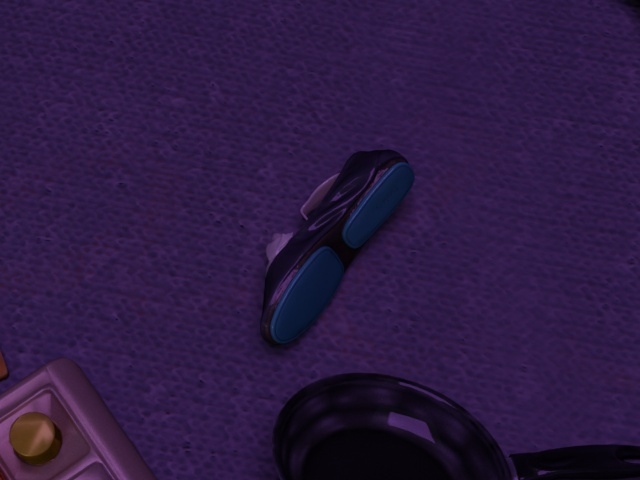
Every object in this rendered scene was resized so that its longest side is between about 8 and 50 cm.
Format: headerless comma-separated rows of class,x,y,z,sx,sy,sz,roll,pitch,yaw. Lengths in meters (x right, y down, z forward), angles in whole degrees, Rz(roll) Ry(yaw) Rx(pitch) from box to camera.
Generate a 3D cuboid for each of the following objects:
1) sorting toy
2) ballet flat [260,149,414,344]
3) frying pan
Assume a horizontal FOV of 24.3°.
sorting toy,-0.236,0.206,1.183,0.196,0.047,0.347,-33,72,-16
ballet flat,0.000,0.000,1.279,0.074,0.074,0.203,35,75,12
frying pan,0.106,0.171,1.210,0.326,0.053,0.197,-13,47,-35
